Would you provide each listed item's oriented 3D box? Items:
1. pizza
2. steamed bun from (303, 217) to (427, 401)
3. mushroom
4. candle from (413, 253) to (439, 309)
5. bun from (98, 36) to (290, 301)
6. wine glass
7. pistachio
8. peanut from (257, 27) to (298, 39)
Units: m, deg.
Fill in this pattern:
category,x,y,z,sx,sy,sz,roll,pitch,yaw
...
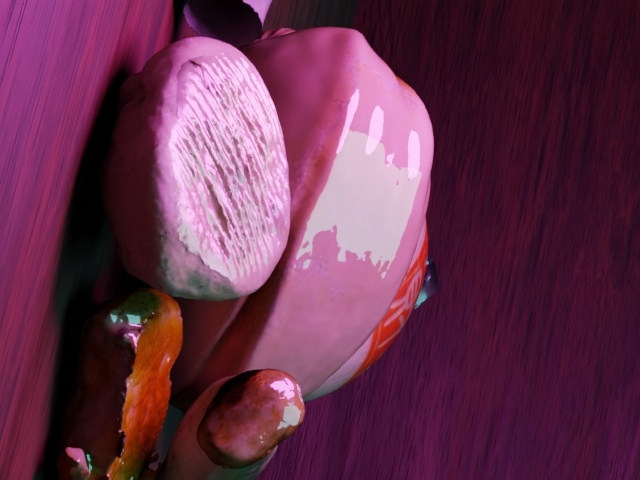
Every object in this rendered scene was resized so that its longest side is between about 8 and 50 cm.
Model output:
category,x,y,z,sx,sy,sz,roll,pitch,yaw
pizza,-0.187,0.179,1.417,0.189,0.071,0.296,-46,148,-72
steamed bun,0.001,0.044,2.048,0.374,0.241,0.374,-56,-172,12
mushroom,-0.100,0.205,1.512,0.107,0.087,0.333,-26,164,-27
candle,0.000,0.000,2.376,0.221,0.342,0.221,-41,-179,1
bun,-0.112,-0.052,1.353,0.210,0.116,0.237,60,37,-34
wine glass,-0.074,-0.286,1.567,0.093,0.093,0.202,97,3,-57
pistachio,-0.050,-0.014,1.617,0.365,0.281,0.445,-78,-166,-61
peanut,-0.071,-0.152,1.954,0.233,0.110,0.196,87,22,-77
